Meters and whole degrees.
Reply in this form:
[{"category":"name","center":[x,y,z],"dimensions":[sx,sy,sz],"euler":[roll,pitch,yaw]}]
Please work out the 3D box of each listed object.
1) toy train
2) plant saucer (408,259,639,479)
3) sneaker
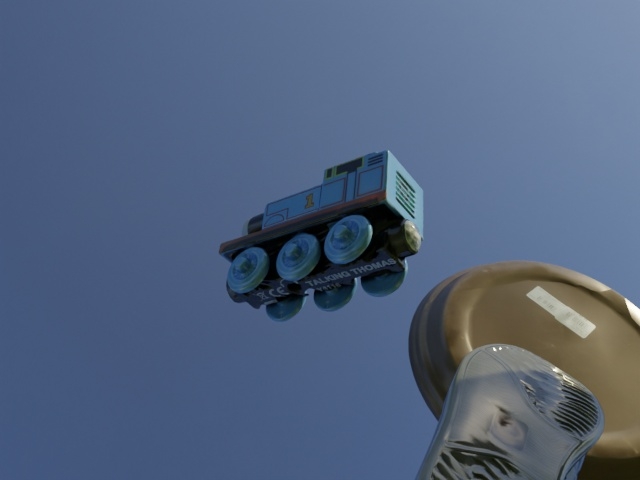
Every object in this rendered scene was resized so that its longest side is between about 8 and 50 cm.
[{"category":"toy train","center":[0.000,0.000,0.623],"dimensions":[0.080,0.184,0.105],"euler":[43,-138,-40]},{"category":"plant saucer","center":[0.221,0.113,0.708],"dimensions":[0.277,0.278,0.041],"euler":[-5,-46,-19]},{"category":"sneaker","center":[0.080,0.140,0.405],"dimensions":[0.083,0.222,0.118],"euler":[31,-65,19]}]
